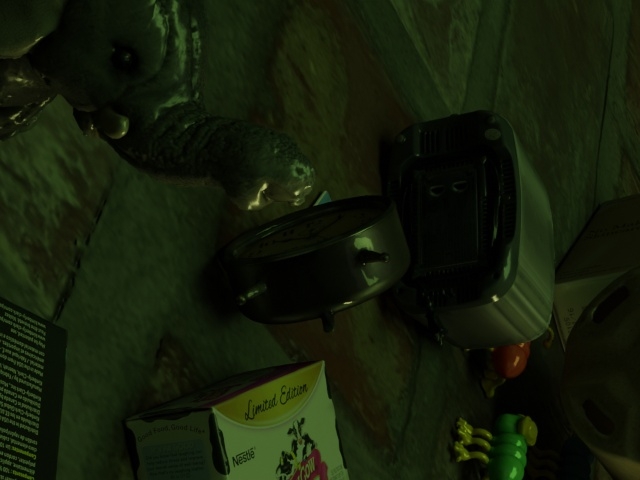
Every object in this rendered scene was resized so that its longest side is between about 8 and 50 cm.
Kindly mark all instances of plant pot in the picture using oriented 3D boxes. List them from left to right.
[{"bbox_3d":[0.407,0.179,1.470,0.305,0.334,0.333,41,44,-39],"label":"plant pot"}]

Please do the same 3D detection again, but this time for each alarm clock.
[{"bbox_3d":[0.000,0.010,1.070,0.192,0.129,0.064,-85,158,-73],"label":"alarm clock"}]

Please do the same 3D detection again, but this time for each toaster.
[{"bbox_3d":[0.141,0.005,1.338,0.146,0.129,0.227,40,44,-54],"label":"toaster"}]

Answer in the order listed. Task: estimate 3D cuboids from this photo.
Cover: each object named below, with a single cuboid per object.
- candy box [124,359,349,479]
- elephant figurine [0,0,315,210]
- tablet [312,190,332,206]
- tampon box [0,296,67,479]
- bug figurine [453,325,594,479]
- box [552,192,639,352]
[{"bbox_3d":[-0.036,0.209,0.974,0.159,0.071,0.233,-16,93,-63],"label":"candy box"},{"bbox_3d":[-0.125,-0.112,0.737,0.186,0.239,0.169,59,33,-33],"label":"elephant figurine"},{"bbox_3d":[0.000,0.000,1.198,0.054,0.006,0.083,67,28,-21],"label":"tablet"},{"bbox_3d":[-0.193,0.107,0.650,0.101,0.120,0.161,37,48,-54],"label":"tampon box"},{"bbox_3d":[0.213,0.204,1.461,0.279,0.072,0.216,61,32,-32],"label":"bug figurine"},{"bbox_3d":[0.392,0.042,1.795,0.311,0.148,0.121,-44,118,-61],"label":"box"}]
